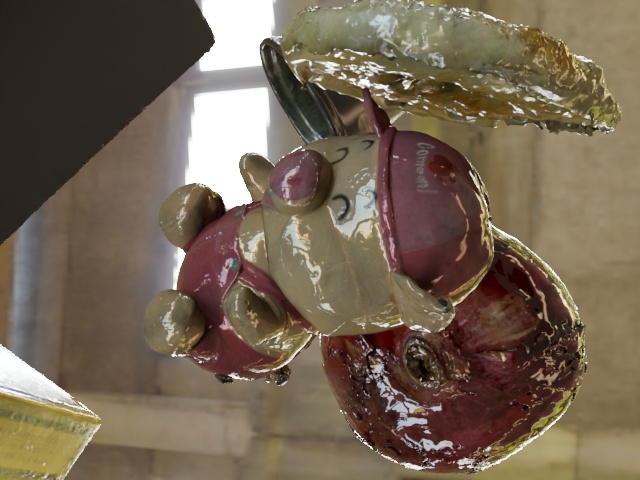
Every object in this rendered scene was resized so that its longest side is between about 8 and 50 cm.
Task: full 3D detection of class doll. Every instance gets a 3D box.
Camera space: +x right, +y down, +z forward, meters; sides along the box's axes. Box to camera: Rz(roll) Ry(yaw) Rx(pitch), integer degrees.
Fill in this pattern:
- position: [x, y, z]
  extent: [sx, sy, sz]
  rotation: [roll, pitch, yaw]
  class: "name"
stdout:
- position: [-0.002, -0.001, 1.090]
  extent: [0.152, 0.256, 0.196]
  rotation: [19, -126, -60]
  class: "doll"

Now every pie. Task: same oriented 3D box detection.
- position: [0.100, -0.126, 1.150]
  extent: [0.274, 0.274, 0.055]
  rotation: [17, -97, -53]
  class: "pie"

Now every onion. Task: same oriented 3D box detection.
- position: [0.118, 0.098, 1.383]
  extent: [0.219, 0.252, 0.252]
  rotation: [-7, -84, -79]
  class: "onion"

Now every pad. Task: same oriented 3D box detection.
- position: [-0.155, -0.118, 0.809]
  extent: [0.159, 0.009, 0.265]
  rotation: [61, -143, -19]
  class: "pad"

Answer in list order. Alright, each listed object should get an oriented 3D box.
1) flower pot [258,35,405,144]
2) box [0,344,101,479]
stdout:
- position: [0.022, -0.159, 1.526]
  extent: [0.107, 0.157, 0.157]
  rotation: [-31, -60, -12]
  class: "flower pot"
- position: [-0.327, 0.115, 1.252]
  extent: [0.084, 0.193, 0.301]
  rotation: [-57, -17, -3]
  class: "box"
